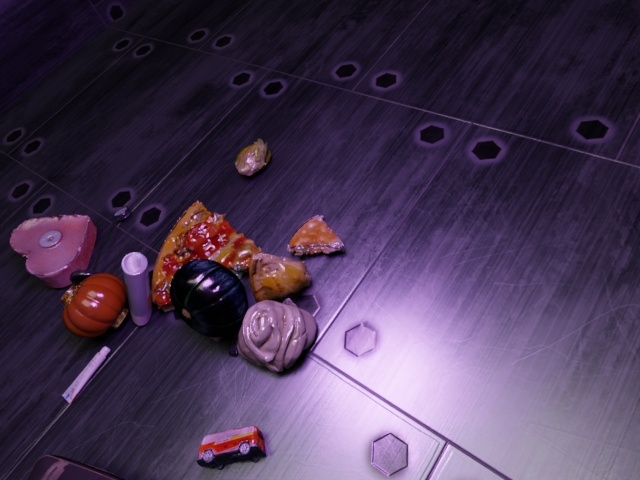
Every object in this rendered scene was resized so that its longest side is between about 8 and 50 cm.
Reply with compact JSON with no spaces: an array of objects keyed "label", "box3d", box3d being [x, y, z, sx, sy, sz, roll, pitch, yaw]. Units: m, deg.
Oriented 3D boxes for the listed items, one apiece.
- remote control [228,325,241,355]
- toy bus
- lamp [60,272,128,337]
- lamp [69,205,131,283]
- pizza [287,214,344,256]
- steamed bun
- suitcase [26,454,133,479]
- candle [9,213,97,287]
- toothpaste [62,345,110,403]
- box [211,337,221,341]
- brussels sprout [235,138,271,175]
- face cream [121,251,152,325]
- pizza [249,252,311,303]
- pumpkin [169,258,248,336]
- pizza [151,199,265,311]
[{"label":"remote control","box3d":[-0.257,0.307,1.396,0.034,0.016,0.090,-14,52,28]},{"label":"toy bus","box3d":[-0.234,0.540,1.197,0.175,0.079,0.077,-15,45,8]},{"label":"lamp","box3d":[-0.737,0.211,1.498,0.223,0.197,0.223,-42,25,25]},{"label":"lamp","box3d":[-0.810,0.030,1.743,0.130,0.108,0.371,-18,38,20]},{"label":"pizza","box3d":[0.000,0.000,1.503,0.195,0.052,0.185,21,58,33]},{"label":"steamed bun","box3d":[-0.137,0.254,1.314,0.218,0.144,0.211,20,64,27]},{"label":"suitcase","box3d":[-0.571,0.711,1.113,0.435,0.194,0.282,6,59,22]},{"label":"candle","box3d":[-0.999,0.018,1.761,0.317,0.131,0.287,34,65,22]},{"label":"toothpaste","box3d":[-0.745,0.424,1.462,0.048,0.031,0.190,26,71,27]},{"label":"box","box3d":[-0.350,0.273,1.443,0.115,0.025,0.048,29,70,30]},{"label":"brussels sprout","box3d":[-0.263,-0.314,1.773,0.139,0.100,0.180,-8,56,24]},{"label":"face cream","box3d":[-0.577,0.155,1.448,0.073,0.269,0.107,-1,48,-17]},{"label":"pizza","box3d":[-0.126,0.113,1.381,0.188,0.204,0.080,-19,43,-3]},{"label":"pumpkin","box3d":[-0.309,0.154,1.369,0.248,0.248,0.247,-8,55,12]},{"label":"pizza","box3d":[-0.366,0.029,1.551,0.407,0.130,0.439,-2,57,19]}]
